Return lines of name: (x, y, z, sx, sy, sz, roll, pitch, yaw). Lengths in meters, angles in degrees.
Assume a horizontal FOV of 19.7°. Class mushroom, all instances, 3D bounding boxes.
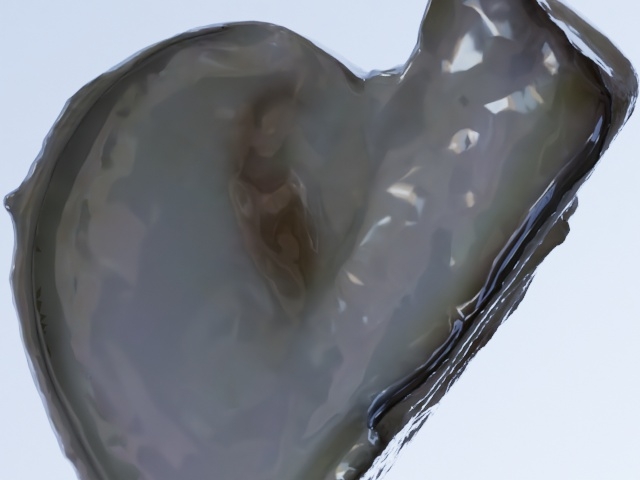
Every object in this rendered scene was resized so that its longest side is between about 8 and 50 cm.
mushroom: (-0.005, -0.005, 0.669, 0.236, 0.162, 0.173, -55, -4, 8)
